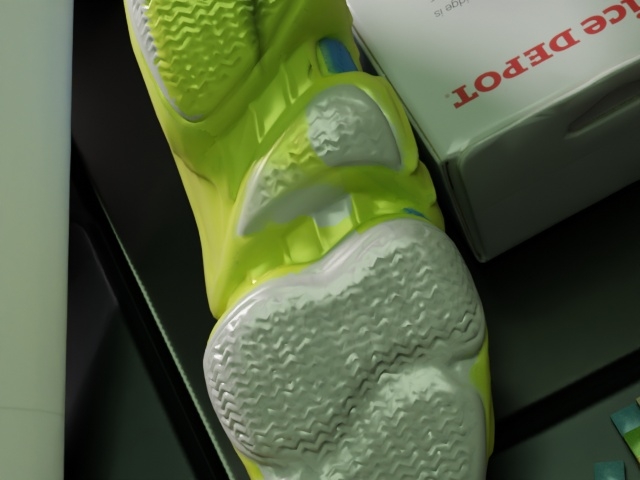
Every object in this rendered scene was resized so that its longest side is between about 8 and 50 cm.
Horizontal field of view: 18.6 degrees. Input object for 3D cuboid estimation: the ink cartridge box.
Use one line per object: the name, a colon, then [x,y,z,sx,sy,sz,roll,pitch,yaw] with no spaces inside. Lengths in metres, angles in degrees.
ink cartridge box: [0.067,-0.096,0.713,0.127,0.072,0.175,-28,55,-2]

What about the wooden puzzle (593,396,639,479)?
wooden puzzle: [0.127,0.064,0.633,0.083,0.006,0.049,-27,55,-1]

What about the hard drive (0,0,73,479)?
hard drive: [-0.205,-0.080,0.691,0.233,0.047,0.353,6,69,-19]

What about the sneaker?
sneaker: [0.000,0.000,0.673,0.091,0.126,0.240,-14,85,1]
